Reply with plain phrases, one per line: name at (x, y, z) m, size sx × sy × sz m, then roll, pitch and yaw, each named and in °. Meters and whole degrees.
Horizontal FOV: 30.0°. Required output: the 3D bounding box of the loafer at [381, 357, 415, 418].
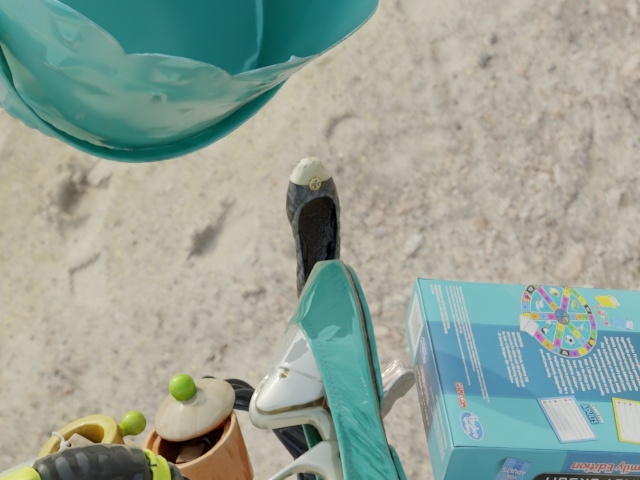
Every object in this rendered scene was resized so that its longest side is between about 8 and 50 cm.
loafer at (0.077, 0.211, 1.615) m, size 0.125 × 0.045 × 0.039 m, roll -44°, pitch 41°, yaw 9°

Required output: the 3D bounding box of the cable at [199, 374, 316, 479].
cable at (-0.074, 0.205, 1.077) m, size 0.047 × 0.184 × 0.151 m, roll -5°, pitch 59°, yaw 60°

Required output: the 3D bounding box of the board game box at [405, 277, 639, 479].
board game box at (0.273, 0.156, 1.254) m, size 0.336 × 0.079 × 0.254 m, roll 4°, pitch 38°, yaw -8°

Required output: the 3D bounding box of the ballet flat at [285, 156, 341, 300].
ballet flat at (0.000, 0.000, 1.192) m, size 0.057 × 0.173 × 0.049 m, roll -12°, pitch 22°, yaw -17°

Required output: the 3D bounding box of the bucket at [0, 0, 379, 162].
bucket at (-0.105, -0.191, 0.728) m, size 0.183 × 0.281 × 0.281 m, roll -31°, pitch 43°, yaw 60°

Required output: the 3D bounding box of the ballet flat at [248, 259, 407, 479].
ballet flat at (0.004, 0.120, 0.712) m, size 0.087 × 0.083 × 0.247 m, roll -7°, pitch 62°, yaw -17°

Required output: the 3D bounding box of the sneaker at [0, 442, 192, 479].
sneaker at (-0.173, 0.242, 0.415) m, size 0.385 × 0.145 × 0.147 m, roll -49°, pitch 13°, yaw -25°

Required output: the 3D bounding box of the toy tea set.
toy tea set at (-0.216, 0.187, 0.867) m, size 0.336 × 0.124 × 0.200 m, roll -33°, pitch 29°, yaw -18°
